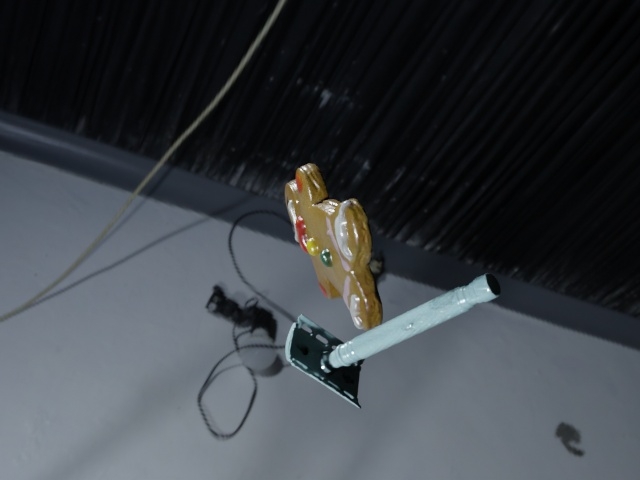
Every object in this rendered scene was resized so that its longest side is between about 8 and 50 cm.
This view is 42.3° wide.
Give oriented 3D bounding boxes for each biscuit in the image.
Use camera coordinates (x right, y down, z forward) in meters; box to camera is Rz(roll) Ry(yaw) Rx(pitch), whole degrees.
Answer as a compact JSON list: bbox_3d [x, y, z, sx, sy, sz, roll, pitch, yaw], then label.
[{"bbox_3d":[-0.001,0.000,1.555,0.064,0.283,0.432,-18,26,-14],"label":"biscuit"}]

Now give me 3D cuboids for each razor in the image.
[{"bbox_3d":[0.079,0.090,0.836,0.106,0.232,0.068,36,42,-27],"label":"razor"}]
